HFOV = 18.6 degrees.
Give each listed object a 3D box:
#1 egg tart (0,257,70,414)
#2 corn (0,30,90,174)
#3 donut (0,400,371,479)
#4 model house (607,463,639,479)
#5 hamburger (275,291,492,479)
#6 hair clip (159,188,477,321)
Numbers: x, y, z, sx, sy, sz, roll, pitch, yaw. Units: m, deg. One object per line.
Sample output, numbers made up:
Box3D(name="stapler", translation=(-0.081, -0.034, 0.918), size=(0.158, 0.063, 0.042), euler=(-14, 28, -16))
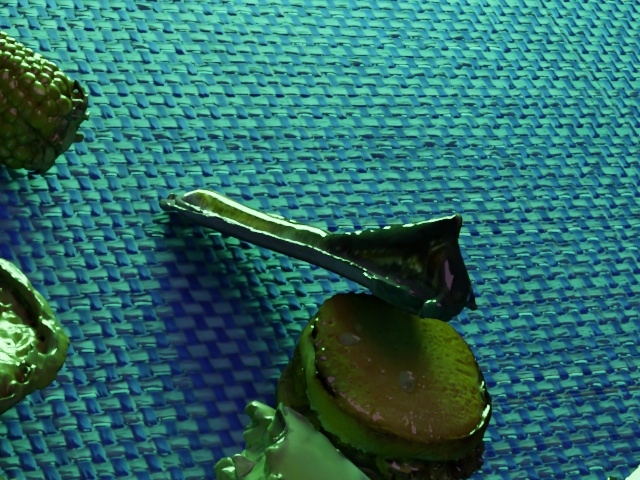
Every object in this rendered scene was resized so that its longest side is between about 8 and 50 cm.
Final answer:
Box3D(name="egg tart", translation=(-0.329, 0.075, 1.452), size=(0.288, 0.118, 0.288), euler=(15, 23, -6))
Box3D(name="corn", translation=(-0.350, -0.169, 1.753), size=(0.305, 0.106, 0.106), euler=(33, 38, 5))
Box3D(name="donut", translation=(-0.108, 0.265, 1.400), size=(0.371, 0.150, 0.307), euler=(-5, 49, -36))
Box3D(name="model house", translation=(0.256, 0.307, 1.634), size=(0.248, 0.181, 0.176), euler=(-39, 31, -25))
Box3D(name="hamburger", translation=(0.057, 0.143, 1.674), size=(0.191, 0.118, 0.182), euler=(27, 40, -1))
Box3D(name="hair clip", translation=(0.002, 0.000, 1.721), size=(0.358, 0.096, 0.110), euler=(12, 39, 45))
